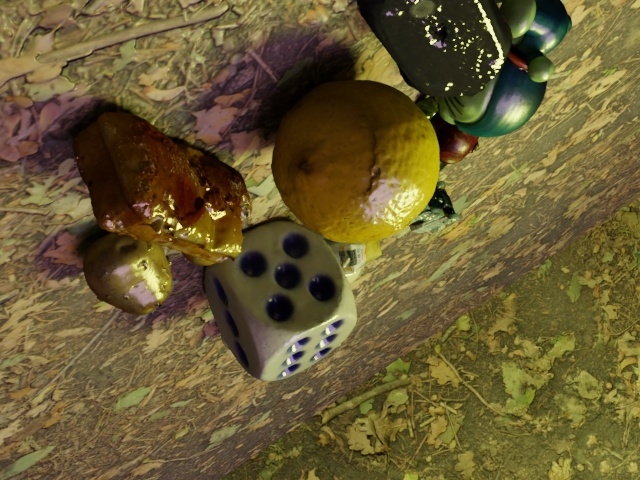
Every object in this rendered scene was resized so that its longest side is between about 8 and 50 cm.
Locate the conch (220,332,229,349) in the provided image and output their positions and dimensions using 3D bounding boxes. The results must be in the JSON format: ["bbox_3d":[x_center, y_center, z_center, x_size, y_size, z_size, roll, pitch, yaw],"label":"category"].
[{"bbox_3d":[-0.151,0.211,2.085,0.185,0.121,0.221,-11,179,33],"label":"conch"}]

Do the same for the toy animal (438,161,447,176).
[{"bbox_3d":[0.274,-0.187,1.905,0.075,0.041,0.217,-29,164,-30],"label":"toy animal"}]

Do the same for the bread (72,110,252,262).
[{"bbox_3d":[-0.201,-0.063,1.262,0.109,0.185,0.380,-32,161,14],"label":"bread"}]

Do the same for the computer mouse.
[{"bbox_3d":[0.168,-0.331,1.256,0.183,0.116,0.323,-18,150,20],"label":"computer mouse"}]

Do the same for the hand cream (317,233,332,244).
[{"bbox_3d":[0.000,0.000,1.899,0.091,0.058,0.271,-37,167,-28],"label":"hand cream"}]

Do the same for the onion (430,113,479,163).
[{"bbox_3d":[0.271,-0.210,1.742,0.118,0.118,0.117,-9,126,-49],"label":"onion"}]

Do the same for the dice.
[{"bbox_3d":[-0.083,0.126,1.766,0.243,0.251,0.259,-24,158,-23],"label":"dice"}]

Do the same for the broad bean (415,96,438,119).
[{"bbox_3d":[0.176,-0.226,1.656,0.061,0.046,0.195,-20,159,-52],"label":"broad bean"}]

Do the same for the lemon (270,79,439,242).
[{"bbox_3d":[0.059,-0.128,1.386,0.293,0.293,0.293,-29,159,-12],"label":"lemon"}]

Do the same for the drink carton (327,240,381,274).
[{"bbox_3d":[0.064,0.029,1.857,0.074,0.084,0.200,2,-165,29],"label":"drink carton"}]

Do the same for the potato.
[{"bbox_3d":[-0.321,0.048,1.424,0.137,0.137,0.176,-30,138,-11],"label":"potato"}]

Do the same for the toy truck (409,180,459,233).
[{"bbox_3d":[0.205,-0.075,1.971,0.140,0.108,0.256,-29,162,27],"label":"toy truck"}]

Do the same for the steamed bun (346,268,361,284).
[{"bbox_3d":[0.048,0.059,1.996,0.130,0.091,0.112,-61,-176,-29],"label":"steamed bun"}]

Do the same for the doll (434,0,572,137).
[{"bbox_3d":[0.310,-0.301,1.465,0.186,0.198,0.322,6,147,-21],"label":"doll"}]

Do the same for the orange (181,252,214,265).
[{"bbox_3d":[-0.211,0.002,1.538,0.085,0.085,0.095,-34,162,1],"label":"orange"}]
